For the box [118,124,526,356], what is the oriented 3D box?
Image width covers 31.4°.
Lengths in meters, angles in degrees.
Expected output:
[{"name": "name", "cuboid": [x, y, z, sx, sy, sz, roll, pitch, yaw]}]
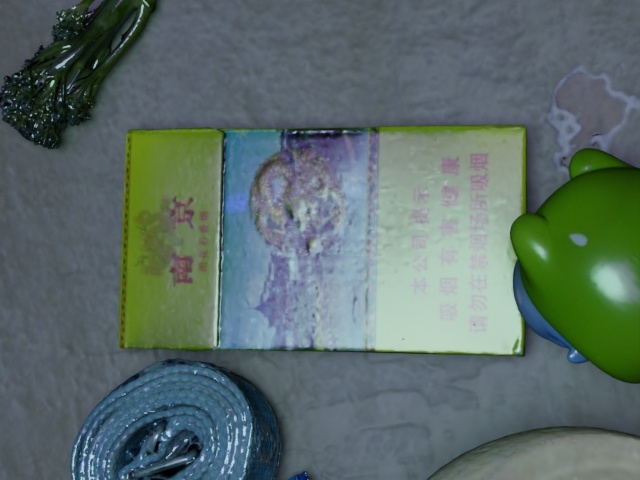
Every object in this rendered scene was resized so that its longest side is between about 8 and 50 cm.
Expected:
[{"name": "box", "cuboid": [0.000, 0.000, 0.939, 0.335, 0.047, 0.187, 0, 86, 12]}]

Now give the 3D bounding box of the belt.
[{"name": "belt", "cuboid": [-0.117, 0.172, 0.925, 0.163, 0.082, 0.147, 1, 75, 19]}]

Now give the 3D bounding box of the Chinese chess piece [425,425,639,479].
[{"name": "Chinese chess piece", "cuboid": [0.179, 0.295, 0.764, 0.338, 0.140, 0.338, 7, 65, -16]}]

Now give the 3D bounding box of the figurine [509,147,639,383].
[{"name": "figurine", "cuboid": [0.253, 0.056, 0.837, 0.263, 0.143, 0.162, 47, 67, -3]}]

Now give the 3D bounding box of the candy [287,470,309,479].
[{"name": "candy", "cuboid": [-0.056, 0.252, 0.930, 0.136, 0.038, 0.088, -24, 77, 17]}]

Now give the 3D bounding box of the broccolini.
[{"name": "broccolini", "cuboid": [-0.158, -0.257, 0.976, 0.079, 0.074, 0.392, 30, 92, 5]}]
